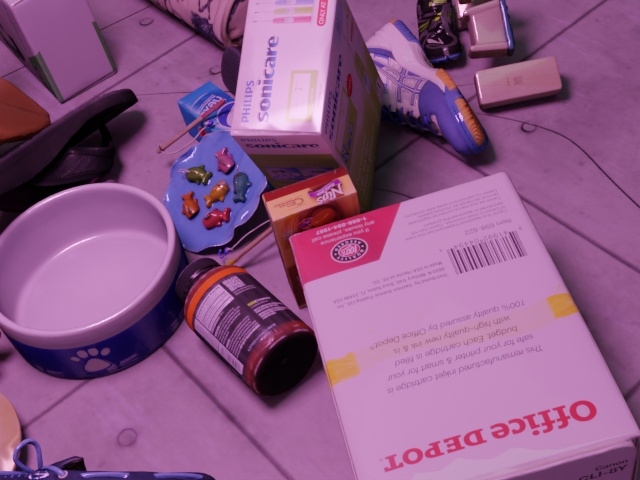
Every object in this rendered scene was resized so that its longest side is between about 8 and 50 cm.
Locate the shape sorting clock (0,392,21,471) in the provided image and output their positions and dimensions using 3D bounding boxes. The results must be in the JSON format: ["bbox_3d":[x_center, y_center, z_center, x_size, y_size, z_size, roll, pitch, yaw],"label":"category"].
[{"bbox_3d":[-0.461,0.270,1.211,0.206,0.040,0.206,-10,50,12],"label":"shape sorting clock"}]

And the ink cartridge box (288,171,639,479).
[{"bbox_3d":[0.146,0.138,1.107,0.279,0.160,0.384,-16,47,0],"label":"ink cartridge box"}]

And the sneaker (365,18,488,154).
[{"bbox_3d":[0.137,-0.203,1.472,0.131,0.112,0.296,-36,47,4],"label":"sneaker"}]

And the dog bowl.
[{"bbox_3d":[-0.310,0.051,1.330,0.265,0.104,0.265,-6,48,7],"label":"dog bowl"}]

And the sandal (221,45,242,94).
[{"bbox_3d":[-0.080,-0.232,1.544,0.054,0.097,0.254,-7,42,-30],"label":"sandal"}]

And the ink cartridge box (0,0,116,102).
[{"bbox_3d":[-0.499,-0.403,1.708,0.121,0.211,0.289,-35,50,-16],"label":"ink cartridge box"}]

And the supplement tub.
[{"bbox_3d":[-0.100,0.100,1.237,0.106,0.106,0.198,-36,51,-19],"label":"supplement tub"}]

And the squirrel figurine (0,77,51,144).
[{"bbox_3d":[-0.661,-0.154,1.426,0.370,0.281,0.397,-28,15,25],"label":"squirrel figurine"}]

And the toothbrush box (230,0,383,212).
[{"bbox_3d":[-0.008,-0.177,1.305,0.122,0.283,0.206,1,72,17],"label":"toothbrush box"}]

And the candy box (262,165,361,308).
[{"bbox_3d":[0.000,0.000,1.247,0.109,0.186,0.053,-19,49,-5],"label":"candy box"}]

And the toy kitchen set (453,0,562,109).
[{"bbox_3d":[0.286,-0.304,1.539,0.122,0.166,0.207,-10,84,5],"label":"toy kitchen set"}]

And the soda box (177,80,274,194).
[{"bbox_3d":[-0.127,-0.157,1.495,0.067,0.071,0.210,-36,51,-19],"label":"soda box"}]

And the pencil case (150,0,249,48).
[{"bbox_3d":[-0.207,-0.466,1.726,0.410,0.160,0.183,38,91,37],"label":"pencil case"}]

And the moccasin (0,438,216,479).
[{"bbox_3d":[-0.277,0.303,1.101,0.342,0.137,0.117,7,45,1],"label":"moccasin"}]

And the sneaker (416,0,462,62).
[{"bbox_3d":[0.184,-0.352,1.592,0.067,0.078,0.188,-10,48,5],"label":"sneaker"}]

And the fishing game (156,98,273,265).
[{"bbox_3d":[-0.160,-0.076,1.404,0.189,0.041,0.264,-35,56,17],"label":"fishing game"}]

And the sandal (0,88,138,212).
[{"bbox_3d":[-0.408,-0.091,1.450,0.167,0.107,0.446,-28,14,40],"label":"sandal"}]
